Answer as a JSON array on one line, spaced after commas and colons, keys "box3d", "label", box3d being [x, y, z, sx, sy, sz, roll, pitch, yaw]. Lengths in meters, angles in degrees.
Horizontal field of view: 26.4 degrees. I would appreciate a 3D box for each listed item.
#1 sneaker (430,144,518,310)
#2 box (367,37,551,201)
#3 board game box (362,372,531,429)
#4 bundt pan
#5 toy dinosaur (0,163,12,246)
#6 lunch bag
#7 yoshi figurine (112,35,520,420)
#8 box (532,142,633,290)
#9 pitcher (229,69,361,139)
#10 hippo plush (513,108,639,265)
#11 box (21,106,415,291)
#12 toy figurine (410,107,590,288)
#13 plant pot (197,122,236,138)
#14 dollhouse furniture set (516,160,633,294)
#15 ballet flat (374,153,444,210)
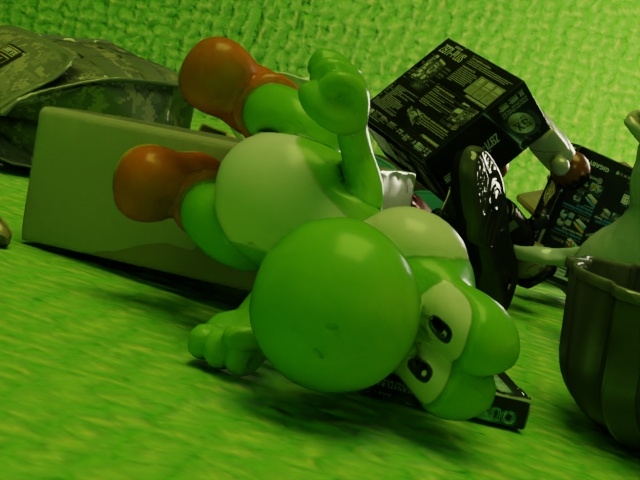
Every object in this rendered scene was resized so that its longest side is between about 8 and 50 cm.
[{"box3d": [0.138, -0.013, 1.476, 0.130, 0.087, 0.227, 9, -36, 21], "label": "sneaker"}, {"box3d": [0.150, -0.139, 1.577, 0.077, 0.147, 0.180, 54, -5, -33], "label": "box"}, {"box3d": [0.082, 0.097, 1.063, 0.126, 0.026, 0.186, 15, 7, -7], "label": "board game box"}, {"box3d": [0.334, 0.116, 1.059, 0.330, 0.124, 0.331, 15, 6, -2], "label": "bundt pan"}, {"box3d": [-0.363, -0.059, 1.217, 0.268, 0.064, 0.118, 15, 13, 22], "label": "toy dinosaur"}, {"box3d": [-0.337, -0.169, 1.700, 0.287, 0.169, 0.235, 0, 19, -38], "label": "lunch bag"}, {"box3d": [-0.021, -0.009, 0.945, 0.203, 0.204, 0.362, -29, 45, -22], "label": "yoshi figurine"}, {"box3d": [0.377, -0.003, 1.731, 0.220, 0.175, 0.051, 22, 5, -13], "label": "box"}, {"box3d": [-0.043, -0.108, 1.645, 0.177, 0.207, 0.125, 3, 7, -13], "label": "pitcher"}, {"box3d": [0.384, 0.002, 1.411, 0.234, 0.237, 0.294, 21, 16, -15], "label": "hippo plush"}, {"box3d": [-0.089, -0.031, 1.202, 0.311, 0.121, 0.148, 12, 6, 18], "label": "box"}, {"box3d": [0.208, -0.056, 1.649, 0.213, 0.210, 0.148, 3, -33, 48], "label": "toy figurine"}, {"box3d": [-0.144, -0.118, 2.046, 0.083, 0.081, 0.081, 25, 0, -38], "label": "plant pot"}, {"box3d": [0.341, -0.048, 1.881, 0.212, 0.161, 0.242, -10, 22, -8], "label": "dollhouse furniture set"}, {"box3d": [0.127, -0.034, 1.890, 0.123, 0.123, 0.348, 8, 9, -44], "label": "ballet flat"}]
